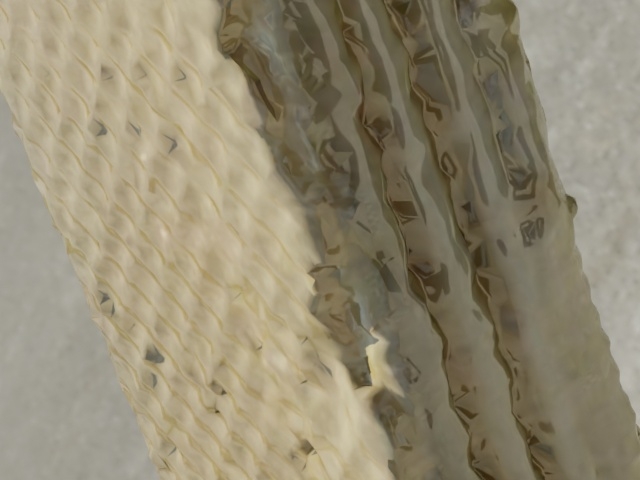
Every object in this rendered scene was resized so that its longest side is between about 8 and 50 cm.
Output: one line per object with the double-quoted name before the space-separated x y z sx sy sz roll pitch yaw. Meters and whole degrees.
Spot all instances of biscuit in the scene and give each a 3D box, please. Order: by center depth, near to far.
"biscuit" 0.000 0.000 0.450 0.078 0.426 0.144 -31 23 -29
